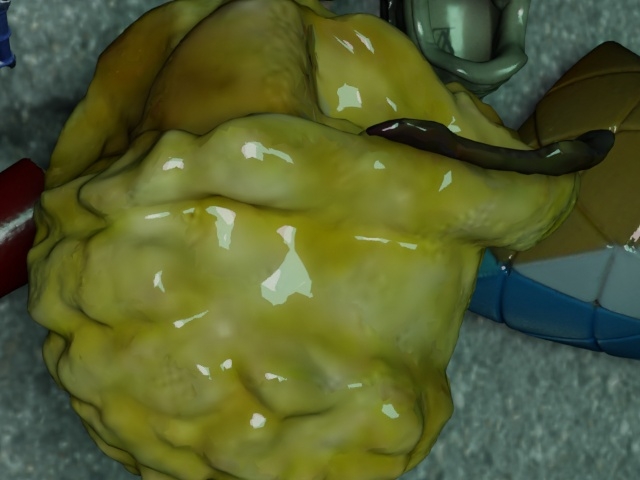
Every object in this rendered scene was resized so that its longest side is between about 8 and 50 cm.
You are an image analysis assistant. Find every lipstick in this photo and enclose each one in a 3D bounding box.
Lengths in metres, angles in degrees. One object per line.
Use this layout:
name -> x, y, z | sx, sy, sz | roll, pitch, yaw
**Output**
lipstick -> -0.273, 0.033, 1.218 | 0.241, 0.080, 0.080 | -32, 100, -18

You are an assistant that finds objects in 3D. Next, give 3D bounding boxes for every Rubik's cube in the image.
Rubik's cube -> 0.255, 0.007, 1.340 | 0.254, 0.254, 0.254 | 0, 90, -20

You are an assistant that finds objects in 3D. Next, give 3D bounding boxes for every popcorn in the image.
popcorn -> 0.000, 0.000, 1.168 | 0.381, 0.349, 0.349 | -22, 100, 24

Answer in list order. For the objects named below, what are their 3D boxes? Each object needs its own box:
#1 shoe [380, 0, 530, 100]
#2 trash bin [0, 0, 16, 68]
shoe -> 0.100, -0.234, 1.319 | 0.109, 0.149, 0.293 | -6, 93, -19
trash bin -> -0.299, -0.062, 1.132 | 0.184, 0.162, 0.234 | 12, 73, -3
